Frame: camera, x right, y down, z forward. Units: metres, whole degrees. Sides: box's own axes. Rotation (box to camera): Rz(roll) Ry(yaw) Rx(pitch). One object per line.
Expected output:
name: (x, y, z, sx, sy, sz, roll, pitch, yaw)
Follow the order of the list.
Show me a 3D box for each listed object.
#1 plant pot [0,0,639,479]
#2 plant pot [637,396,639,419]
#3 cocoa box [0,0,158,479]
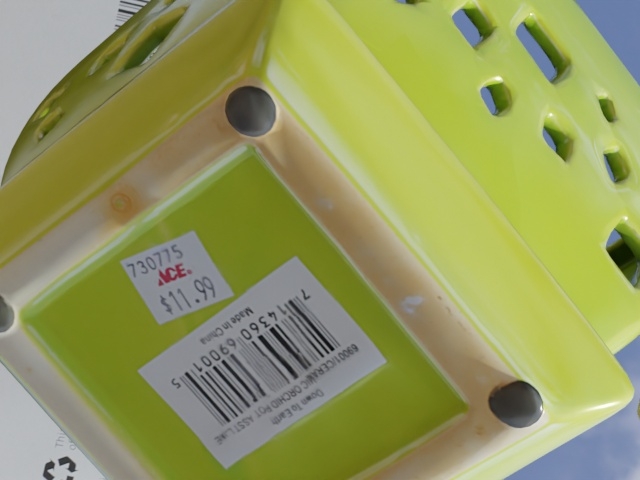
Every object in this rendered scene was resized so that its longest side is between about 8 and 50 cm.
plant pot: (0.000, 0.000, 0.675, 0.228, 0.227, 0.207, -34, -168, 28)
plant pot: (0.230, 0.046, 0.836, 0.109, 0.096, 0.109, 14, -82, 26)
cocoa box: (-0.186, -0.017, 1.036, 0.228, 0.231, 0.347, 163, -62, -79)
